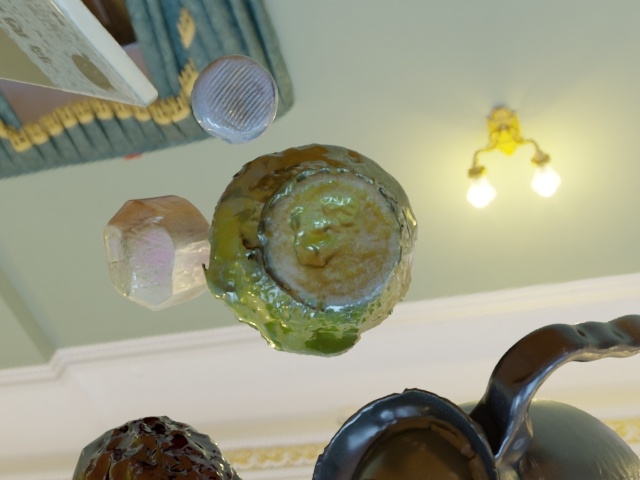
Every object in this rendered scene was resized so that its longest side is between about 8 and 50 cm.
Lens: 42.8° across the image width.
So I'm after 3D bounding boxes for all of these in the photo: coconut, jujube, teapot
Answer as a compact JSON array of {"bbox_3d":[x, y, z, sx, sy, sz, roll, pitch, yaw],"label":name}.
[{"bbox_3d":[-0.290,0.013,1.541,0.236,0.197,0.237,9,-152,-5],"label":"coconut"},{"bbox_3d":[-0.233,0.389,1.166,0.258,0.258,0.376,-42,-155,-29],"label":"jujube"},{"bbox_3d":[0.145,0.206,0.633,0.305,0.285,0.223,-33,-127,33],"label":"teapot"}]

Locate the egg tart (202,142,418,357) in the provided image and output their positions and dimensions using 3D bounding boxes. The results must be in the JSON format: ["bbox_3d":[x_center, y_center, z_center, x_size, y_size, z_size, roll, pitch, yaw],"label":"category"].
[{"bbox_3d":[0.000,0.000,0.697,0.197,0.197,0.078,-33,179,-18],"label":"egg tart"}]

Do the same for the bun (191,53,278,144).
[{"bbox_3d":[-0.137,-0.221,1.292,0.140,0.141,0.083,-32,-172,-17],"label":"bun"}]

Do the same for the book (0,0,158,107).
[{"bbox_3d":[-0.288,-0.209,0.698,0.310,0.217,0.021,18,-115,45],"label":"book"}]
